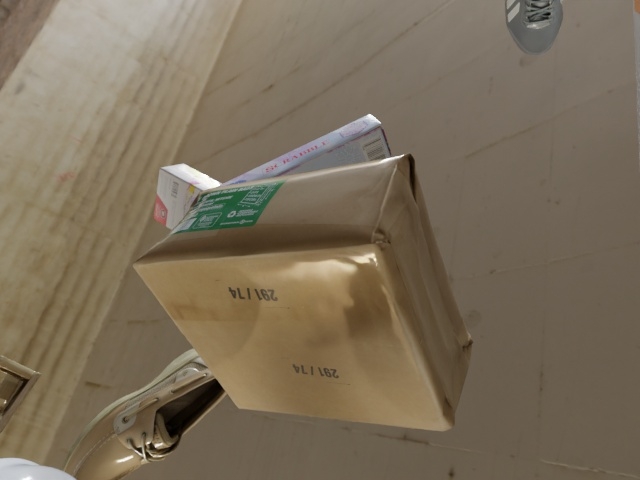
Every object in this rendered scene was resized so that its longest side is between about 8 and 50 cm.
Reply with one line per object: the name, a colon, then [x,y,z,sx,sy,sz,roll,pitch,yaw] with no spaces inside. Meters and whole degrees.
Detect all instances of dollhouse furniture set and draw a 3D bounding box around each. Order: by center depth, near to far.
dollhouse furniture set: [-0.512,0.214,0.665,0.144,0.151,0.123,-25,-144,47]

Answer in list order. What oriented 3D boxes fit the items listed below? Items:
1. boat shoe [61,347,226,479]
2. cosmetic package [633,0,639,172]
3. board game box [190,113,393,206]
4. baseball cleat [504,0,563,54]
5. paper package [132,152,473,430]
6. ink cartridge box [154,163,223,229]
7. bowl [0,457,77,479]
boat shoe: [-0.313,0.339,0.876,0.341,0.121,0.110,-43,-145,-17]
cosmetic package: [0.342,-0.094,0.345,0.162,0.452,0.230,-8,-155,25]
board game box: [0.000,0.000,0.815,0.318,0.318,0.065,-25,-148,1]
baseball cleat: [0.260,-0.309,0.586,0.072,0.205,0.109,-4,-135,25]
paper package: [-0.008,0.075,0.615,0.325,0.309,0.168,-5,-145,30]
ink cartridge box: [-0.227,-0.058,0.933,0.198,0.067,0.115,29,-62,23]
bowl: [-0.396,0.448,0.658,0.134,0.297,0.297,-17,-136,11]
